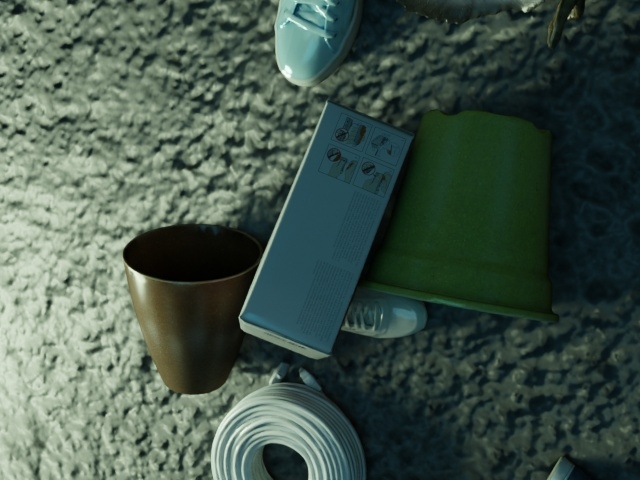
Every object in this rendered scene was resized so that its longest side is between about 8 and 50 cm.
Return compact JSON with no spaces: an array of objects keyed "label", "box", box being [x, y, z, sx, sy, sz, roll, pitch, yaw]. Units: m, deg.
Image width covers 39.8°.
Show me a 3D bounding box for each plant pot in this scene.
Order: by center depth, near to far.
[{"label":"plant pot","box":[0.204,-0.037,1.204,0.275,0.276,0.254,9,89,20]},{"label":"plant pot","box":[-0.200,0.121,1.408,0.215,0.215,0.231,11,115,19]}]

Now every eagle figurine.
[{"label":"eagle figurine","box":[0.249,-0.407,1.184,0.226,0.225,0.298,-42,42,-18]}]

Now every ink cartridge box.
[{"label":"ink cartridge box","box":[0.000,0.000,1.242,0.130,0.272,0.310,22,80,-2]}]

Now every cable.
[{"label":"cable","box":[-0.052,0.362,1.428,0.257,0.089,0.257,45,110,10]}]

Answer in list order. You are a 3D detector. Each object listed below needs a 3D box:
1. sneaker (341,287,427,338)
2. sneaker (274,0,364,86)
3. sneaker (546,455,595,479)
[{"label":"sneaker","box":[0.045,0.109,1.356,0.234,0.095,0.090,7,98,18]},{"label":"sneaker","box":[0.003,-0.402,1.272,0.135,0.150,0.366,23,105,18]},{"label":"sneaker","box":[0.365,0.452,1.283,0.163,0.086,0.226,31,106,17]}]
